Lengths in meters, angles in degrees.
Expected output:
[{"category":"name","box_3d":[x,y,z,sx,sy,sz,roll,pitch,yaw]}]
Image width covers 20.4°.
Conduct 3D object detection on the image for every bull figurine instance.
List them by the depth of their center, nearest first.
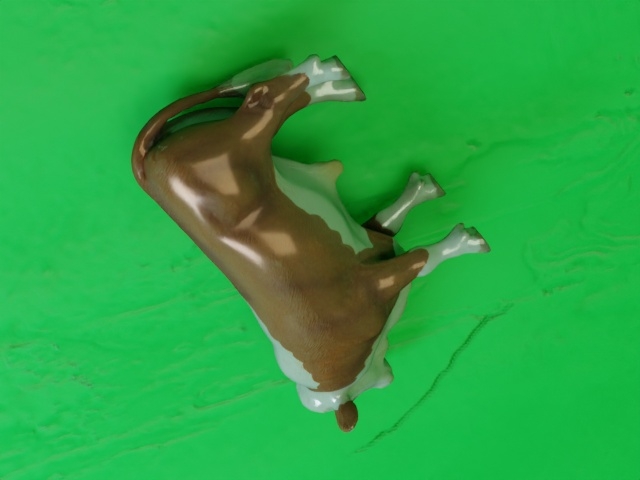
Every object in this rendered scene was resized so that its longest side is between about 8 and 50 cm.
[{"category":"bull figurine","box_3d":[0.000,0.000,1.307,0.188,0.101,0.310,-39,122,4]}]
